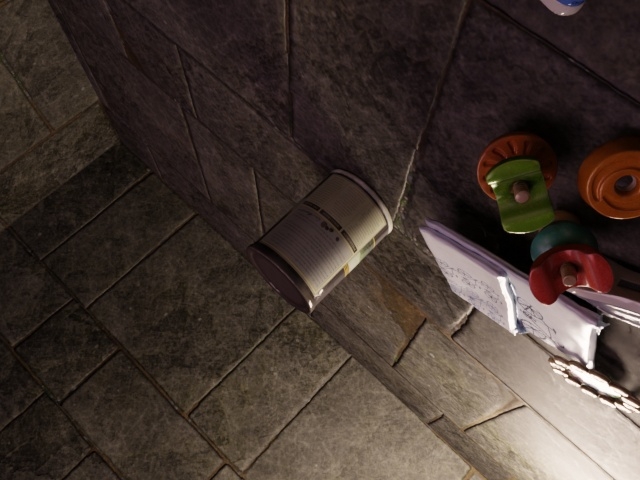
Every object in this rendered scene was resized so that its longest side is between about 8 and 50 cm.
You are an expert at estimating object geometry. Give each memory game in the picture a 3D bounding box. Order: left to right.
[{"bbox_3d":[0.522,0.276,1.116,0.186,0.012,0.186,34,170,7],"label":"memory game"}]

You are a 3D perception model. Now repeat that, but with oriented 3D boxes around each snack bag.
[{"bbox_3d":[0.351,0.113,1.070,0.342,0.037,0.323,35,171,33],"label":"snack bag"}]

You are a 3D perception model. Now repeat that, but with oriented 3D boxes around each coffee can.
[{"bbox_3d":[0.000,0.000,1.327,0.201,0.275,0.201,41,162,16],"label":"coffee can"}]

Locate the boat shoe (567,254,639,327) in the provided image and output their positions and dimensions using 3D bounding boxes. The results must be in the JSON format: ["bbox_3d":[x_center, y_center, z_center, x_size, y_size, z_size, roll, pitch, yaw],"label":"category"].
[{"bbox_3d":[0.433,0.084,0.855,0.227,0.079,0.081,24,148,43],"label":"boat shoe"}]

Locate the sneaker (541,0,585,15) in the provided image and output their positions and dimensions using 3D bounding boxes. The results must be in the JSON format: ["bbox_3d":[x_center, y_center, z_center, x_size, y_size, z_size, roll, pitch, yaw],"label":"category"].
[{"bbox_3d":[0.210,-0.293,0.573,0.152,0.058,0.084,40,167,6],"label":"sneaker"}]

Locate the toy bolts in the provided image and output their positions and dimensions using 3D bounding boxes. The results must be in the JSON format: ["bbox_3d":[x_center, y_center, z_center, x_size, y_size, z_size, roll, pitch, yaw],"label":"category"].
[{"bbox_3d":[0.335,-0.052,0.780,0.218,0.158,0.228,-13,118,22],"label":"toy bolts"}]
